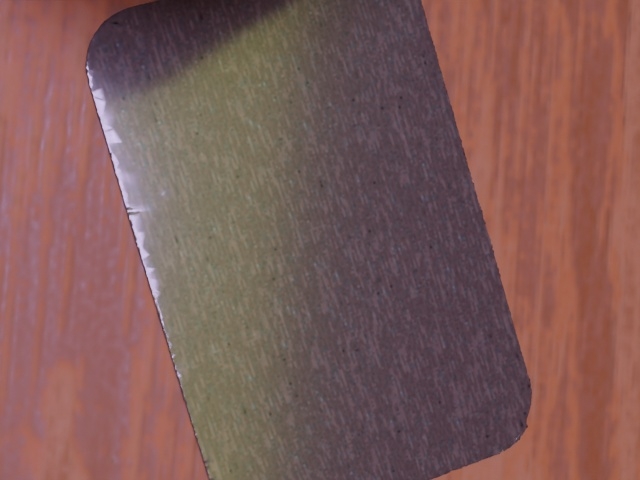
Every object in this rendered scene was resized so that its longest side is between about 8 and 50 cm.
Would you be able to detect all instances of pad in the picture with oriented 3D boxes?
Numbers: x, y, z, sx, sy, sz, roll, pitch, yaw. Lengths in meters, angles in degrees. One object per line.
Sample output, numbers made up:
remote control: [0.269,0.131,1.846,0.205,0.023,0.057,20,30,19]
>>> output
pad: [0.000,0.000,0.610,0.176,0.002,0.266,-17,94,-16]
